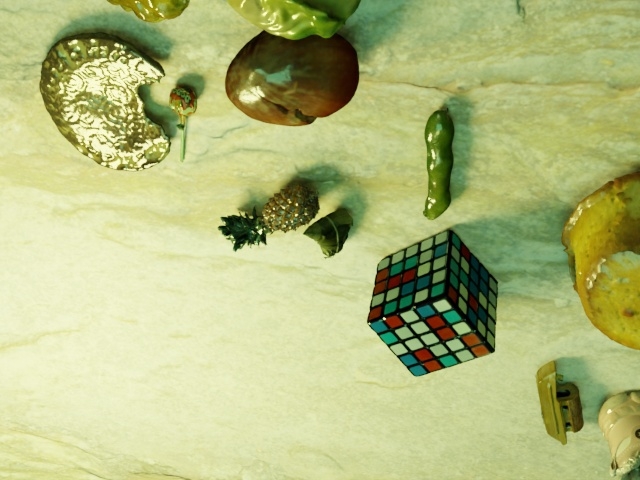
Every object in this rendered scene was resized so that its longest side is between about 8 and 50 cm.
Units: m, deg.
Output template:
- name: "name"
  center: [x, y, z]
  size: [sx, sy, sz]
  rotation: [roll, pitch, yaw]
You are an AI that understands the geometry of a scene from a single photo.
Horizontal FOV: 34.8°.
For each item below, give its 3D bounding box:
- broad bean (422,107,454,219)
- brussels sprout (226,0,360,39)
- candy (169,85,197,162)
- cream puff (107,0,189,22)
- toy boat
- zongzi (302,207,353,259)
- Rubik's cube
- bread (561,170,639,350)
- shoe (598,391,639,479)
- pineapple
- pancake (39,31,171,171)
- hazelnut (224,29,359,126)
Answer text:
- name: "broad bean"
  center: [0.211, -0.128, 1.823]
  size: [0.053, 0.052, 0.256]
  rotation: [41, 149, 34]
- name: "brussels sprout"
  center: [-0.017, -0.416, 1.466]
  size: [0.294, 0.227, 0.259]
  rotation: [-19, 157, -28]
- name: "candy"
  center: [-0.253, -0.207, 1.866]
  size: [0.055, 0.049, 0.185]
  rotation: [37, 144, 19]
- name: "cream puff"
  center: [-0.265, -0.443, 1.528]
  size: [0.196, 0.244, 0.244]
  rotation: [-41, 119, 1]
- name: "toy boat"
  center: [0.513, 0.346, 2.186]
  size: [0.088, 0.068, 0.226]
  rotation: [-8, 128, 13]
- name: "zongzi"
  center: [0.000, 0.000, 1.948]
  size: [0.055, 0.119, 0.109]
  rotation: [47, 142, 26]
- name: "Rubik's cube"
  center: [0.218, 0.124, 1.961]
  size: [0.187, 0.182, 0.184]
  rotation: [-25, 124, 32]
- name: "bread"
  center: [0.606, 0.044, 1.786]
  size: [0.358, 0.204, 0.337]
  rotation: [-7, 126, 21]
- name: "shoe"
  center: [0.760, 0.446, 2.128]
  size: [0.350, 0.198, 0.172]
  rotation: [3, 135, 12]
- name: "pineapple"
  center: [-0.092, -0.046, 1.937]
  size: [0.221, 0.083, 0.103]
  rotation: [-25, 165, 31]
- name: "pancake"
  center: [-0.377, -0.248, 1.846]
  size: [0.286, 0.033, 0.288]
  rotation: [-25, 121, 33]
- name: "hazelnut"
  center: [-0.048, -0.266, 1.657]
  size: [0.212, 0.181, 0.181]
  rotation: [-20, 124, 27]
